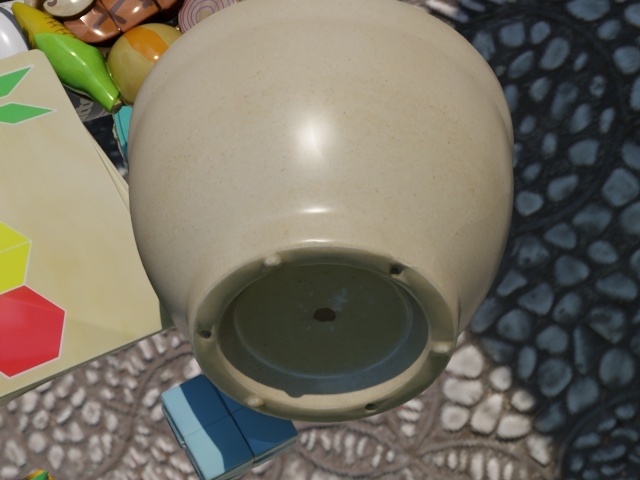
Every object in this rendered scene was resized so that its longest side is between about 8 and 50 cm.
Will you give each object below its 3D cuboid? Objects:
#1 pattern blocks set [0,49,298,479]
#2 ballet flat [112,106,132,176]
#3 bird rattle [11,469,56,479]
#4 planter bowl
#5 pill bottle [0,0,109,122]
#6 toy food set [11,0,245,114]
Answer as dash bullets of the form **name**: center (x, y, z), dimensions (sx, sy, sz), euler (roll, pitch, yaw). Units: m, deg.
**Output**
- **pattern blocks set**: center (-0.160, -0.008, 0.519), dimensions (0.026, 0.285, 0.325), euler (107, 144, -59)
- **ballet flat**: center (-0.062, -0.024, 0.773), dimensions (0.091, 0.077, 0.241), euler (-42, 63, 3)
- **bird rattle**: center (-0.260, 0.291, 1.045), dimensions (0.253, 0.143, 0.207), euler (-21, 128, 25)
- **planter bowl**: center (0.000, 0.000, 0.433), dimensions (0.162, 0.109, 0.162), euler (0, 132, 0)
- **pill bottle**: center (-0.234, -0.138, 0.897), dimensions (0.108, 0.180, 0.108), euler (23, 124, 39)
- **toy food set**: center (-0.107, -0.133, 0.640), dimensions (0.192, 0.038, 0.132), euler (-38, 75, -14)
